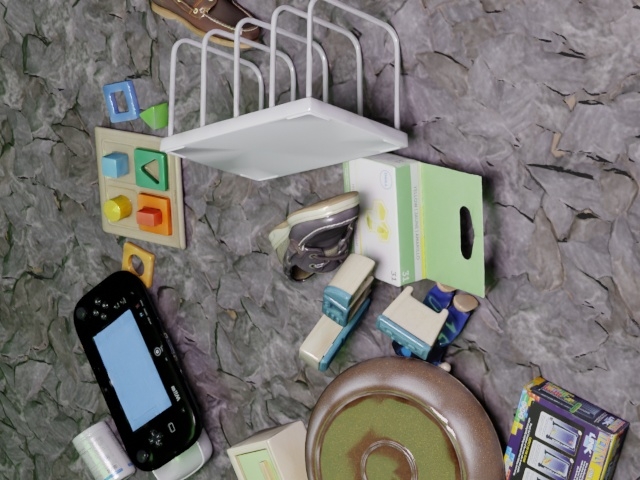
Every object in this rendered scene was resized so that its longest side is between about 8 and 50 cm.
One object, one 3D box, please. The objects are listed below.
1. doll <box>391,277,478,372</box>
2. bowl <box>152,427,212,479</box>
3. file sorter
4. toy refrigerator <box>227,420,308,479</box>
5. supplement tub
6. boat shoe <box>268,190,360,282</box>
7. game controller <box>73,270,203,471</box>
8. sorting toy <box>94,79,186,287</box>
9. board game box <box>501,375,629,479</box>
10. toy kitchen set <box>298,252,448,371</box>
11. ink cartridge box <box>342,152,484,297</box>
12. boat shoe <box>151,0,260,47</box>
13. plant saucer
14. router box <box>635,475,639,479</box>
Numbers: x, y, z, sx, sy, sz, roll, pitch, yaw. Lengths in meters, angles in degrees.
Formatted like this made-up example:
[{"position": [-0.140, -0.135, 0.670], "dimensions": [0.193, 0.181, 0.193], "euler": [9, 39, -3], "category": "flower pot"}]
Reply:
[{"position": [0.143, 0.129, 1.991], "dimensions": [0.129, 0.046, 0.189], "euler": [51, 129, 24], "category": "doll"}, {"position": [-0.243, 0.326, 2.383], "dimensions": [0.142, 0.053, 0.142], "euler": [-36, 82, 43], "category": "bowl"}, {"position": [-0.049, -0.202, 1.911], "dimensions": [0.278, 0.193, 0.173], "euler": [-10, 73, 41], "category": "file sorter"}, {"position": [-0.040, 0.428, 2.225], "dimensions": [0.102, 0.094, 0.269], "euler": [-20, 93, 43], "category": "toy refrigerator"}, {"position": [-0.380, 0.380, 2.505], "dimensions": [0.071, 0.071, 0.107], "euler": [-42, 77, 41], "category": "supplement tub"}, {"position": [0.000, 0.000, 1.965], "dimensions": [0.092, 0.103, 0.285], "euler": [71, 160, 5], "category": "boat shoe"}, {"position": [-0.299, 0.211, 2.321], "dimensions": [0.166, 0.067, 0.319], "euler": [-40, 69, 40], "category": "game controller"}, {"position": [-0.297, -0.080, 2.278], "dimensions": [0.196, 0.047, 0.347], "euler": [13, 115, 36], "category": "sorting toy"}, {"position": [0.321, 0.287, 1.903], "dimensions": [0.141, 0.048, 0.170], "euler": [27, 122, 27], "category": "board game box"}, {"position": [0.071, 0.132, 1.954], "dimensions": [0.166, 0.122, 0.207], "euler": [33, 163, 10], "category": "toy kitchen set"}, {"position": [0.121, -0.022, 1.908], "dimensions": [0.235, 0.056, 0.171], "euler": [21, 120, 54], "category": "ink cartridge box"}, {"position": [-0.169, -0.340, 2.055], "dimensions": [0.207, 0.073, 0.073], "euler": [28, 124, 29], "category": "boat shoe"}, {"position": [0.103, 0.318, 1.990], "dimensions": [0.311, 0.050, 0.310], "euler": [4, 98, 29], "category": "plant saucer"}, {"position": [0.447, 0.390, 1.817], "dimensions": [0.179, 0.046, 0.133], "euler": [48, 114, 15], "category": "router box"}]
